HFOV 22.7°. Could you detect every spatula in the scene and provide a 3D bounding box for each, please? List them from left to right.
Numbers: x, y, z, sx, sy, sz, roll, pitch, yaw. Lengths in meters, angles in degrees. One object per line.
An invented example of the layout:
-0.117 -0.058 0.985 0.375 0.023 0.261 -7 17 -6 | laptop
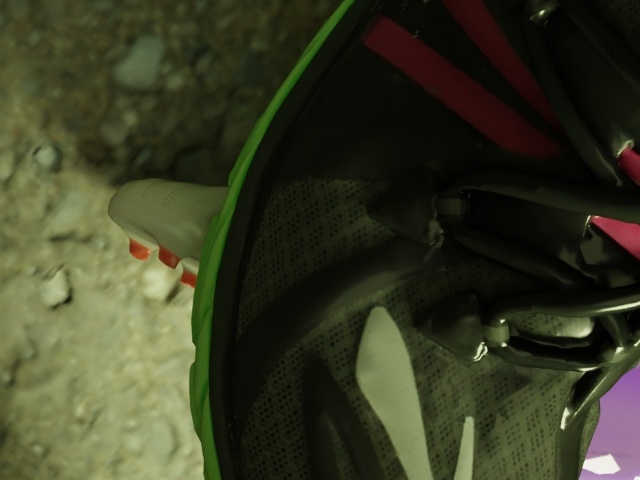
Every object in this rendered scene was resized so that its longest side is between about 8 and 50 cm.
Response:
0.168 -0.008 0.775 0.084 0.030 0.296 6 106 -20 | spatula

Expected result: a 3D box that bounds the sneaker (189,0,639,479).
0.096 -0.045 0.596 0.185 0.202 0.483 20 87 -28 | sneaker

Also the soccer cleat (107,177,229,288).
0.000 0.000 0.703 0.196 0.068 0.076 20 86 -26 | soccer cleat
